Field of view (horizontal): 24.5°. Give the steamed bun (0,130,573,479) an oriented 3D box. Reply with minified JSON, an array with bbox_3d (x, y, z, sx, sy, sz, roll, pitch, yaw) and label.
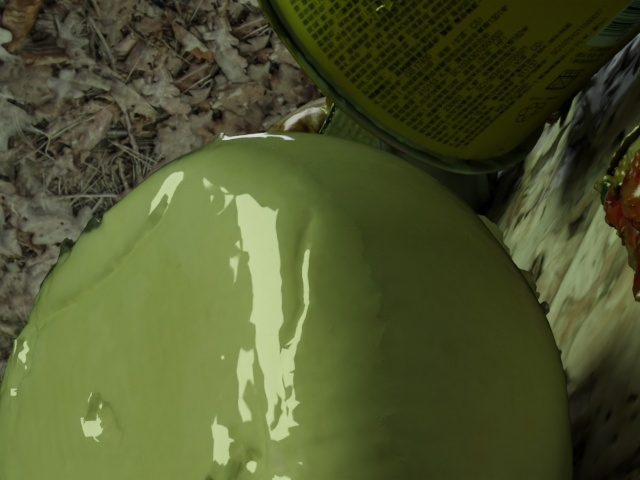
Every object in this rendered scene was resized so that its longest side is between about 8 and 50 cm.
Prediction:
[{"bbox_3d":[-0.012,0.127,0.775,0.334,0.233,0.312,-28,57,44],"label":"steamed bun"}]

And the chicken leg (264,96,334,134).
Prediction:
[{"bbox_3d":[0.066,-0.156,1.870,0.409,0.182,0.295,-45,-9,-44],"label":"chicken leg"}]

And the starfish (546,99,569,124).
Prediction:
[{"bbox_3d":[0.200,-0.133,1.229,0.091,0.028,0.078,-58,15,8],"label":"starfish"}]

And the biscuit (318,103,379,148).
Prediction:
[{"bbox_3d":[0.042,-0.030,1.458,0.252,0.150,0.052,-64,1,-22],"label":"biscuit"}]

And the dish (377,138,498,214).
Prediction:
[{"bbox_3d":[0.107,-0.084,1.284,0.228,0.086,0.236,56,-146,-69],"label":"dish"}]

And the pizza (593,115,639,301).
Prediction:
[{"bbox_3d":[0.196,-0.047,0.790,0.201,0.053,0.193,-54,9,41],"label":"pizza"}]

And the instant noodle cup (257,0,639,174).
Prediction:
[{"bbox_3d":[0.133,-0.245,1.052,0.254,0.325,0.325,-37,21,41],"label":"instant noodle cup"}]
